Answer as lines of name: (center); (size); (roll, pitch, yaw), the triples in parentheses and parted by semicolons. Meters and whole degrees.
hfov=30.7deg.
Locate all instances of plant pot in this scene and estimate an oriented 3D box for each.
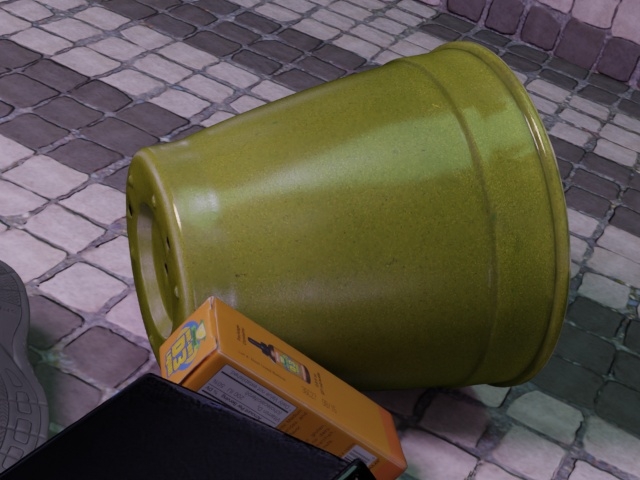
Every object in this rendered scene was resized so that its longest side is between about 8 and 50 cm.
plant pot: (0.000, 0.000, 1.169); (0.353, 0.366, 0.366); (-9, 37, -20)

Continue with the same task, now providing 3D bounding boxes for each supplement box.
supplement box: (-0.031, 0.148, 1.030); (0.233, 0.080, 0.078); (39, 20, -29)

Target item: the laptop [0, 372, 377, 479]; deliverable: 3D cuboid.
laptop: (-0.113, 0.315, 0.728); (0.382, 0.236, 0.408); (-35, 83, -28)

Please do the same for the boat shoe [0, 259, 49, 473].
boat shoe: (-0.312, 0.136, 1.004); (0.118, 0.103, 0.320); (22, 29, -32)
